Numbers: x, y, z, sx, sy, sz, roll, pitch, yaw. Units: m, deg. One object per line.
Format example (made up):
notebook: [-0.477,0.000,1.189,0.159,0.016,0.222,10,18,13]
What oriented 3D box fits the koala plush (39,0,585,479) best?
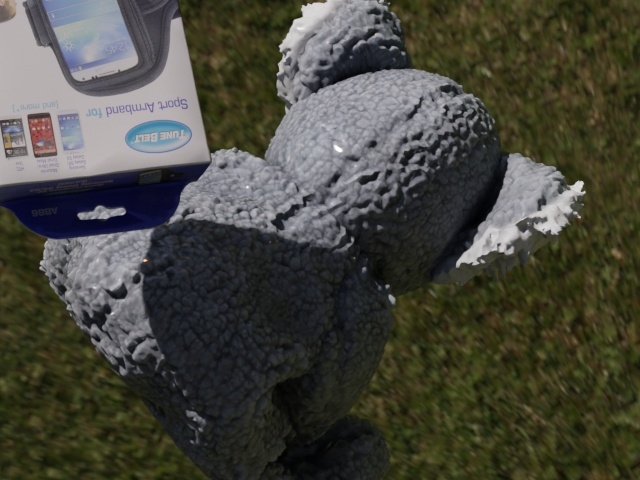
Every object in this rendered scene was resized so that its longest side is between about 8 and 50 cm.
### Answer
koala plush: [0.000,0.000,0.700,0.221,0.203,0.196,-40,70,-6]

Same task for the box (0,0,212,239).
box: [-0.091,-0.070,0.556,0.081,0.028,0.136,-8,75,-20]
